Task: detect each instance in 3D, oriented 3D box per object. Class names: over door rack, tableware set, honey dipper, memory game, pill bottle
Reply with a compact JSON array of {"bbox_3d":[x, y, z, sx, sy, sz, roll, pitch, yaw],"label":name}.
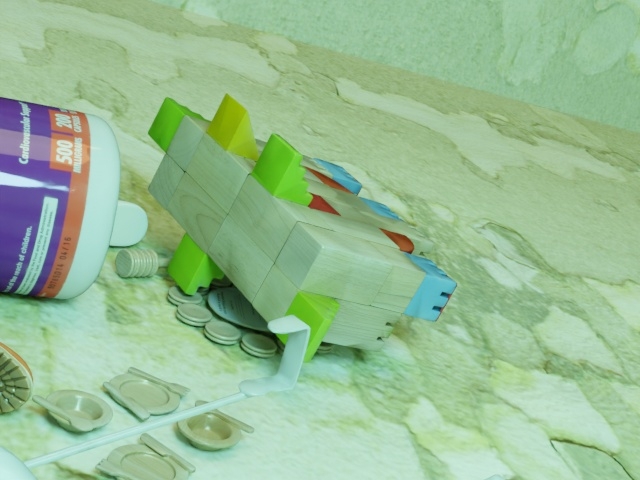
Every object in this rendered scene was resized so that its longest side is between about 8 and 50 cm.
[{"bbox_3d":[-0.070,0.197,0.773,0.324,0.108,0.239,-24,41,-32],"label":"over door rack"},{"bbox_3d":[-0.142,0.150,1.010,0.141,0.020,0.169,26,21,23],"label":"tableware set"},{"bbox_3d":[-0.151,0.024,1.337,0.161,0.030,0.030,1,25,-48],"label":"honey dipper"},{"bbox_3d":[-0.070,0.076,1.285,0.186,0.012,0.186,16,20,-6],"label":"memory game"},{"bbox_3d":[-0.358,-0.053,1.127,0.323,0.181,0.181,9,21,-24],"label":"pill bottle"}]

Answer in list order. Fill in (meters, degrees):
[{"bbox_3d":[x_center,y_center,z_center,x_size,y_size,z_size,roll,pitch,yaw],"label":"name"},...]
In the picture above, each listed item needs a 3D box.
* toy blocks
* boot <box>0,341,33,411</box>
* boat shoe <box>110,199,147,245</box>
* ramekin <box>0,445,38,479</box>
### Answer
[{"bbox_3d":[0.000,0.000,1.316,0.261,0.190,0.381,16,20,-42],"label":"toy blocks"},{"bbox_3d":[-0.285,0.086,1.007,0.158,0.059,0.084,24,15,20],"label":"boot"},{"bbox_3d":[-0.277,-0.032,1.327,0.184,0.066,0.063,-1,12,-37],"label":"boat shoe"},{"bbox_3d":[-0.203,0.206,0.463,0.273,0.273,0.127,-1,40,-43],"label":"ramekin"}]
